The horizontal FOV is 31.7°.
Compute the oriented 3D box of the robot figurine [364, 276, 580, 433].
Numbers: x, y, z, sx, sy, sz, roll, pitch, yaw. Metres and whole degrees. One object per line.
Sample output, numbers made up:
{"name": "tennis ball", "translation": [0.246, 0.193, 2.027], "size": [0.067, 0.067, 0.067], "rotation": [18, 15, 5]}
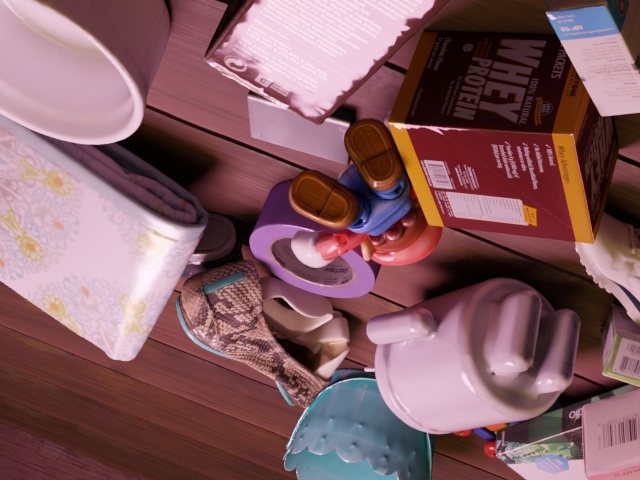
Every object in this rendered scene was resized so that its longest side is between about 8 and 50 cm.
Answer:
{"name": "robot figurine", "translation": [0.214, 0.171, 1.627], "size": [0.300, 0.200, 0.353], "rotation": [30, 151, -23]}

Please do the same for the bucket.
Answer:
{"name": "bucket", "translation": [0.086, 0.375, 2.102], "size": [0.281, 0.183, 0.281], "rotation": [16, 152, 9]}

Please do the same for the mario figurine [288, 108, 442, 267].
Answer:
{"name": "mario figurine", "translation": [0.043, -0.064, 1.362], "size": [0.198, 0.170, 0.320], "rotation": [-7, 169, 12]}

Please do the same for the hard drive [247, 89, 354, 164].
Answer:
{"name": "hard drive", "translation": [-0.024, -0.145, 1.420], "size": [0.135, 0.022, 0.094], "rotation": [16, 152, 9]}

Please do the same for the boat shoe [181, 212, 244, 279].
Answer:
{"name": "boat shoe", "translation": [-0.266, 0.009, 1.771], "size": [0.302, 0.114, 0.091], "rotation": [11, 145, 22]}

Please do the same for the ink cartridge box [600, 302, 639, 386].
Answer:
{"name": "ink cartridge box", "translation": [0.437, 0.137, 1.509], "size": [0.109, 0.062, 0.209], "rotation": [17, -165, 9]}

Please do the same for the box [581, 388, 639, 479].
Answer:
{"name": "box", "translation": [0.503, 0.330, 1.648], "size": [0.148, 0.127, 0.232], "rotation": [-24, 129, 32]}

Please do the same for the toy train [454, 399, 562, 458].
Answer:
{"name": "toy train", "translation": [0.273, 0.256, 1.857], "size": [0.248, 0.105, 0.143], "rotation": [36, 139, -25]}

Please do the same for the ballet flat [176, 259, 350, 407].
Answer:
{"name": "ballet flat", "translation": [-0.052, 0.152, 1.816], "size": [0.182, 0.164, 0.483], "rotation": [-26, 151, 10]}

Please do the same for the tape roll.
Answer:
{"name": "tape roll", "translation": [0.000, 0.000, 1.602], "size": [0.189, 0.080, 0.189], "rotation": [16, 153, 9]}

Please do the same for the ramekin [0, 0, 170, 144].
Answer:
{"name": "ramekin", "translation": [-0.312, -0.249, 1.318], "size": [0.277, 0.135, 0.277], "rotation": [17, 152, 9]}

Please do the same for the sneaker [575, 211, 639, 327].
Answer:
{"name": "sneaker", "translation": [0.392, 0.023, 1.381], "size": [0.095, 0.090, 0.235], "rotation": [-22, 135, 37]}

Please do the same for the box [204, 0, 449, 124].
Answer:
{"name": "box", "translation": [0.051, -0.274, 0.960], "size": [0.143, 0.191, 0.381], "rotation": [28, 153, -13]}

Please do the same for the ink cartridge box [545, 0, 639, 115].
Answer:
{"name": "ink cartridge box", "translation": [0.278, -0.188, 1.040], "size": [0.060, 0.104, 0.180], "rotation": [-2, 144, 37]}

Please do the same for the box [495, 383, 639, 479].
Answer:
{"name": "box", "translation": [0.476, 0.331, 1.792], "size": [0.322, 0.058, 0.232], "rotation": [-29, 126, 34]}

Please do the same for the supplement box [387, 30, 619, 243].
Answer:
{"name": "supplement box", "translation": [0.202, -0.111, 1.207], "size": [0.194, 0.129, 0.191], "rotation": [7, 149, 26]}

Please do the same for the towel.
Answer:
{"name": "towel", "translation": [-0.374, -0.026, 1.662], "size": [0.374, 0.090, 0.320], "rotation": [35, 131, 2]}
